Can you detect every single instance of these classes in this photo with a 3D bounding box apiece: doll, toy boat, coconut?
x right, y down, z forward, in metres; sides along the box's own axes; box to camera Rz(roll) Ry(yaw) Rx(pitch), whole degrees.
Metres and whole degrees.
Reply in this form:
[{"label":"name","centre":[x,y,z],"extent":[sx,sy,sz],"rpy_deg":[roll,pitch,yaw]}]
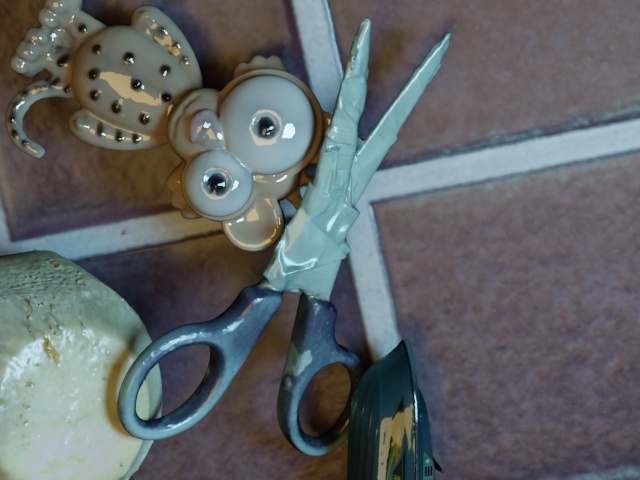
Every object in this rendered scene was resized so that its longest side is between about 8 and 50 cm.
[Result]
[{"label":"doll","centre":[-0.119,-0.101,1.576],"extent":[0.278,0.119,0.154],"rpy_deg":[23,91,3]},{"label":"toy boat","centre":[0.066,0.201,1.641],"extent":[0.103,0.093,0.246],"rpy_deg":[-2,104,-14]},{"label":"coconut","centre":[-0.254,0.115,1.598],"extent":[0.241,0.241,0.241],"rpy_deg":[2,104,7]}]

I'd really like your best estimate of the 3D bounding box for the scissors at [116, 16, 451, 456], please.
[{"label":"scissors","centre":[0.000,0.000,1.561],"extent":[0.256,0.029,0.384],"rpy_deg":[14,105,-43]}]
